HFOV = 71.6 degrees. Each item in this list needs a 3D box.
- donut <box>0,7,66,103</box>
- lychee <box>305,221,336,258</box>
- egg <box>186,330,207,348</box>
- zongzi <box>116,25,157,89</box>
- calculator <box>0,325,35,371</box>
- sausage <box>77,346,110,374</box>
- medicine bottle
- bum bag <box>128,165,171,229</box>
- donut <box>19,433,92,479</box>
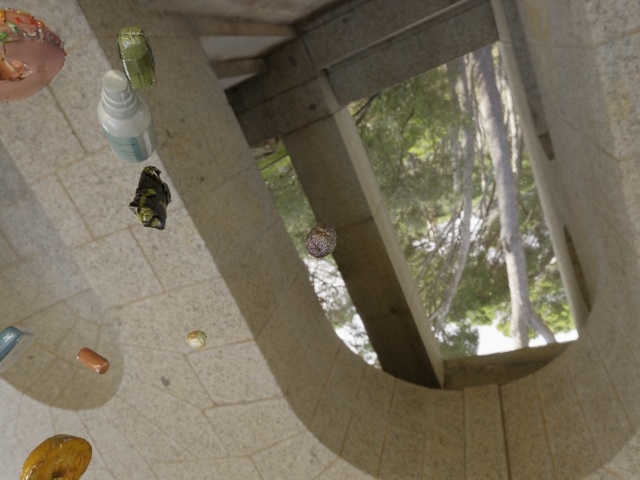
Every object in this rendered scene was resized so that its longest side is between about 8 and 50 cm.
[{"bbox_3d":[-0.615,-0.359,0.876,0.233,0.085,0.199,-31,-175,24],"label":"donut"},{"bbox_3d":[0.000,0.000,0.919,0.067,0.068,0.083,2,-137,30],"label":"lychee"},{"bbox_3d":[-0.489,0.390,1.747,0.083,0.071,0.071,-1,-159,10],"label":"egg"},{"bbox_3d":[-0.312,-0.336,0.752,0.055,0.119,0.109,-4,153,-12],"label":"zongzi"},{"bbox_3d":[-0.738,0.257,1.039,0.121,0.039,0.210,-57,-170,-23],"label":"calculator"},{"bbox_3d":[-0.487,0.257,0.952,0.083,0.034,0.034,20,-142,25],"label":"sausage"},{"bbox_3d":[-0.427,-0.270,0.974,0.110,0.110,0.352,-30,-178,-19],"label":"medicine bottle"},{"bbox_3d":[-0.430,-0.103,1.136,0.060,0.107,0.232,-32,-144,15],"label":"bum bag"},{"bbox_3d":[-0.418,0.353,0.703,0.043,0.108,0.097,19,-138,23],"label":"donut"}]
